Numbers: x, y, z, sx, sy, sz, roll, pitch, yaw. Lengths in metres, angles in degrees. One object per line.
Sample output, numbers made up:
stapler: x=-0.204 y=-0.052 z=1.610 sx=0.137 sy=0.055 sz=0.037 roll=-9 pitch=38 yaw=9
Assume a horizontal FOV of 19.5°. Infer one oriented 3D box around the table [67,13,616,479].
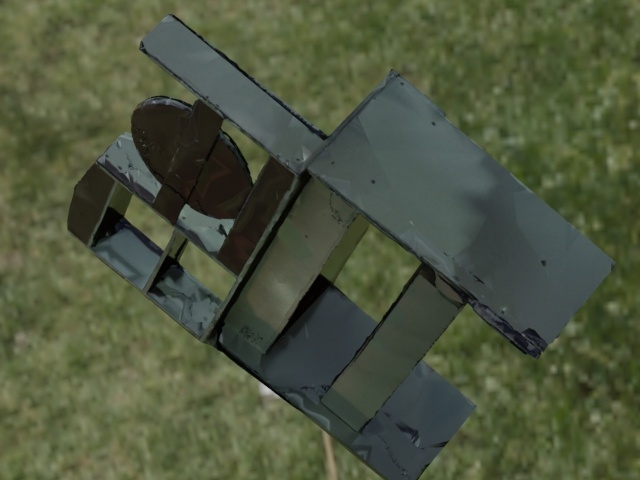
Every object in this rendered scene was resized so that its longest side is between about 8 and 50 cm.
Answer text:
table: x=0.000 y=0.000 z=0.697 sx=0.175 sy=0.146 sz=0.062 roll=40 pitch=59 yaw=4
